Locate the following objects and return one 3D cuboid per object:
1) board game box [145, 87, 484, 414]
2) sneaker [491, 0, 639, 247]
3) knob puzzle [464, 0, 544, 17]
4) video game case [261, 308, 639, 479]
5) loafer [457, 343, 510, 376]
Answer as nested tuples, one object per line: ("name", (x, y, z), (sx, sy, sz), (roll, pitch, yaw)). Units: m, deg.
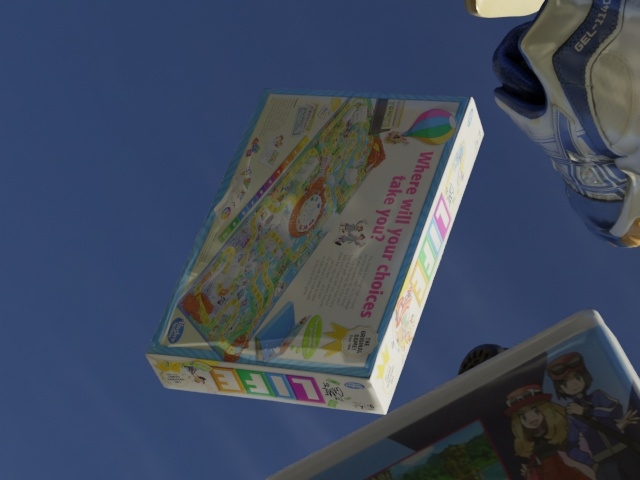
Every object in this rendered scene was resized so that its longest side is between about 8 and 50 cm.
("board game box", (0.000, 0.000, 0.820), (0.103, 0.154, 0.026), (5, -37, 24))
("sneaker", (0.160, -0.082, 1.055), (0.131, 0.112, 0.296), (27, -11, 5))
("knob puzzle", (0.128, -0.234, 1.247), (0.030, 0.213, 0.213), (13, -60, 37))
("video game case", (0.023, 0.137, 0.488), (0.201, 0.023, 0.183), (-29, -123, 5))
("loafer", (0.174, 0.180, 1.449), (0.080, 0.078, 0.220), (-33, -114, 54))
